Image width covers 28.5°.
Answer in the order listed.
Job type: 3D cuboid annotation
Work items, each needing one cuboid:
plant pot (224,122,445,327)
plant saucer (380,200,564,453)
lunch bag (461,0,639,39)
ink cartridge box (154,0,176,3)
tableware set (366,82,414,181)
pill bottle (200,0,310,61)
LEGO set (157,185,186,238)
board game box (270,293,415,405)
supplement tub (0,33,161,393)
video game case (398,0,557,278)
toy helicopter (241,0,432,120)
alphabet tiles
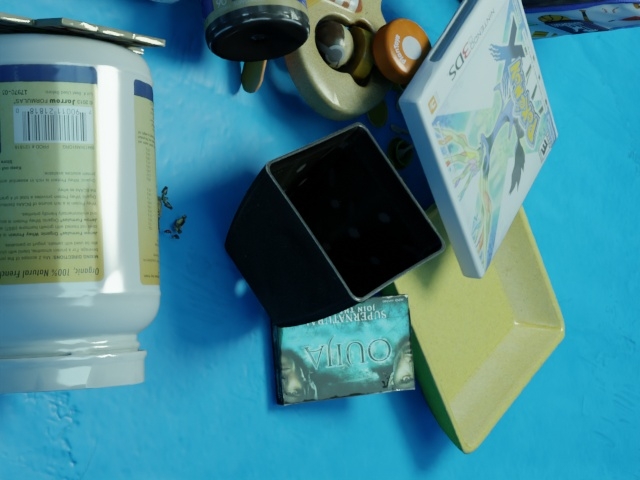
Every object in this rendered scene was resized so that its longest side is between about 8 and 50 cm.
[{"bbox_3d":[0.000,0.000,1.503,0.187,0.167,0.188,-29,82,-46],"label":"plant pot"},{"bbox_3d":[0.205,0.082,1.816,0.333,0.081,0.333,-42,116,-43],"label":"plant saucer"},{"bbox_3d":[0.348,-0.444,1.845,0.385,0.328,0.239,47,59,-37],"label":"lunch bag"},{"bbox_3d":[-0.202,-0.388,1.381,0.158,0.092,0.218,7,82,-36],"label":"ink cartridge box"},{"bbox_3d":[0.102,-0.164,1.767,0.104,0.024,0.154,19,73,-46],"label":"tableware set"},{"bbox_3d":[-0.086,-0.329,1.468,0.123,0.123,0.219,8,67,-48],"label":"pill bottle"},{"bbox_3d":[-0.187,-0.031,1.436,0.054,0.023,0.083,-59,140,-31],"label":"LEGO set"},{"bbox_3d":[0.030,0.137,1.598,0.186,0.026,0.126,-4,89,-23],"label":"board game box"},{"bbox_3d":[-0.267,-0.019,1.185,0.228,0.228,0.316,2,85,-48],"label":"supplement tub"},{"bbox_3d":[0.226,-0.164,1.715,0.300,0.036,0.329,-58,141,-32],"label":"video game case"},{"bbox_3d":[-0.021,-0.322,1.598,0.235,0.140,0.355,-18,89,-39],"label":"toy helicopter"},{"bbox_3d":[-0.268,-0.193,1.195,0.198,0.237,0.009,4,92,-48],"label":"alphabet tiles"}]
